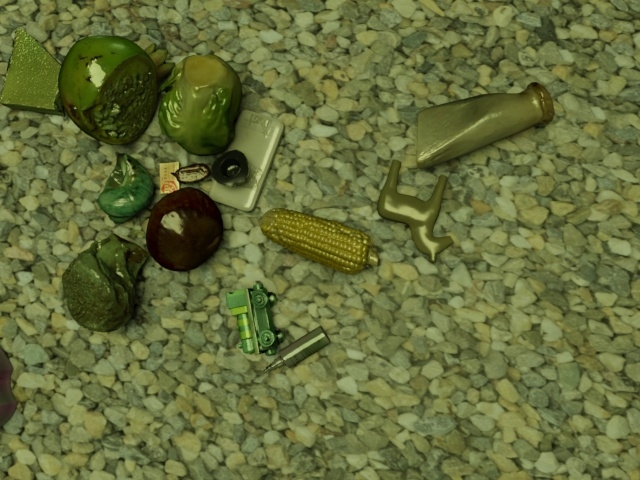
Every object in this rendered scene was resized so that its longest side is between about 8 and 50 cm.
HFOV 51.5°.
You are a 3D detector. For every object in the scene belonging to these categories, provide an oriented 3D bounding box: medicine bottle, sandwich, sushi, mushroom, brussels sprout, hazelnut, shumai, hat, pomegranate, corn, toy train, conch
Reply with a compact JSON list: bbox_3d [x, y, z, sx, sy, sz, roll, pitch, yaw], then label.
[{"bbox_3d":[-0.070,0.307,1.814,0.199,0.057,0.057,-31,80,0],"label":"medicine bottle"},{"bbox_3d":[-0.839,-0.509,2.020,0.212,0.063,0.244,9,83,4],"label":"sandwich"},{"bbox_3d":[-0.373,-0.195,1.923,0.120,0.055,0.052,-16,94,-4],"label":"sushi"},{"bbox_3d":[0.430,-0.324,1.819,0.408,0.137,0.154,-19,52,-1],"label":"mushroom"},{"bbox_3d":[-0.333,-0.380,1.850,0.227,0.294,0.259,3,58,-11],"label":"brussels sprout"},{"bbox_3d":[-0.387,-0.037,1.827,0.218,0.218,0.233,37,87,10],"label":"hazelnut"},{"bbox_3d":[-0.583,0.129,1.860,0.225,0.222,0.260,33,123,21],"label":"shumai"},{"bbox_3d":[-0.245,-0.198,1.872,0.121,0.050,0.121,-5,75,19],"label":"hat"},{"bbox_3d":[-0.592,-0.456,1.889,0.216,0.309,0.358,24,51,15],"label":"pomegranate"},{"bbox_3d":[0.000,0.000,1.817,0.347,0.130,0.130,19,84,12],"label":"corn"},{"bbox_3d":[-0.181,0.223,1.832,0.132,0.083,0.200,-13,80,15],"label":"toy train"},{"bbox_3d":[-0.560,-0.140,1.903,0.176,0.122,0.188,31,83,30],"label":"conch"}]

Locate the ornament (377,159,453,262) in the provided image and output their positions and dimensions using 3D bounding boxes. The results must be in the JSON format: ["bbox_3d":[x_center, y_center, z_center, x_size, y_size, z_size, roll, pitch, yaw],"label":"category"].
[{"bbox_3d":[0.269,-0.077,1.834,0.230,0.061,0.244,17,81,7],"label":"ornament"}]

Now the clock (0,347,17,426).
[{"bbox_3d":[-1.040,0.428,1.876,0.339,0.102,0.338,-1,82,6],"label":"clock"}]

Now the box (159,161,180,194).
[{"bbox_3d":[-0.441,-0.182,1.948,0.058,0.015,0.093,-4,80,4],"label":"box"}]

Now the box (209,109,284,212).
[{"bbox_3d":[-0.212,-0.231,1.918,0.142,0.044,0.285,19,84,11],"label":"box"}]
